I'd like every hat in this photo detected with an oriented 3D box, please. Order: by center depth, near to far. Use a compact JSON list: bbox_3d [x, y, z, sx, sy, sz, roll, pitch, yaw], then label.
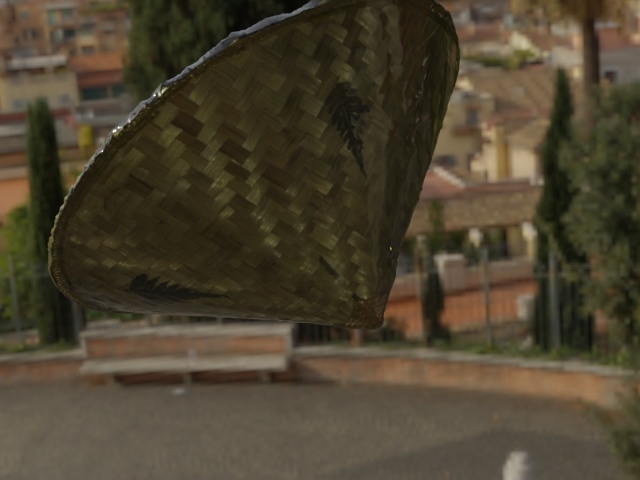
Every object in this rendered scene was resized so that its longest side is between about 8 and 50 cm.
[{"bbox_3d":[0.000,0.000,0.405,0.146,0.146,0.067,-16,61,-39],"label":"hat"}]
